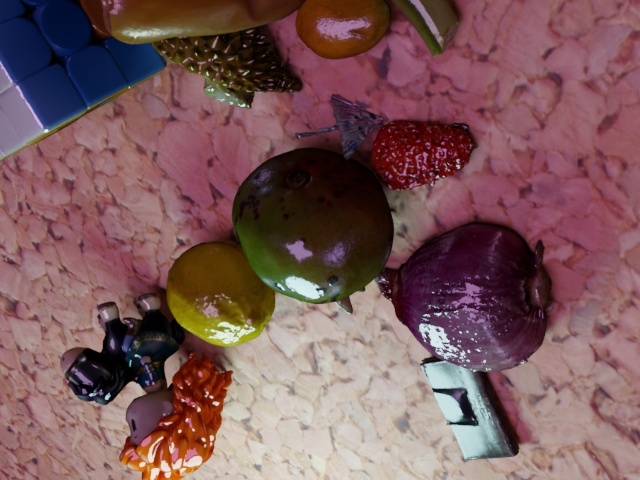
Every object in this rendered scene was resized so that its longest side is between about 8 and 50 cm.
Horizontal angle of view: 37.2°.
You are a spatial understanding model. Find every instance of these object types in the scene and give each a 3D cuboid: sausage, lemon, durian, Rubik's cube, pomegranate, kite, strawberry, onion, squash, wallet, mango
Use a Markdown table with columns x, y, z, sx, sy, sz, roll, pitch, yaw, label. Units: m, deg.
| x | y | z | sx | sy | sz | roll | pitch | yaw | label |
| --- | --- | --- | --- | --- | --- | --- | --- | --- | --- |
| -0.174 | -0.401 | 1.536 | 0.116 | 0.354 | 0.134 | -159 | 59 | -67 | sausage |
| -0.201 | 0.106 | 1.898 | 0.260 | 0.204 | 0.204 | 34 | 133 | 36 | lemon |
| -0.180 | -0.328 | 1.662 | 0.306 | 0.172 | 0.166 | 25 | 153 | 8 | durian |
| -0.518 | -0.348 | 1.735 | 0.291 | 0.291 | 0.290 | -14 | 111 | 51 | Rubik's cube |
| -0.023 | -0.003 | 1.679 | 0.291 | 0.291 | 0.323 | 32 | 139 | 13 | pomegranate |
| 0.033 | -0.196 | 1.636 | 0.156 | 0.139 | 0.011 | -12 | 153 | -3 | kite |
| 0.161 | -0.146 | 1.595 | 0.188 | 0.082 | 0.121 | -10 | 109 | 39 | strawberry |
| 0.220 | 0.117 | 1.665 | 0.348 | 0.159 | 0.267 | -6 | 111 | 34 | onion |
| 0.126 | -0.401 | 1.467 | 0.250 | 0.083 | 0.083 | 48 | 131 | -6 | squash |
| 0.286 | 0.318 | 1.820 | 0.124 | 0.042 | 0.230 | -16 | 110 | 35 | wallet |
| 0.037 | -0.351 | 1.547 | 0.165 | 0.089 | 0.115 | 14 | 115 | 21 | mango |

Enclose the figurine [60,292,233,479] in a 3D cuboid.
| x | y | z | sx | sy | sz | roll | pitch | yaw | label |
| --- | --- | --- | --- | --- | --- | --- | --- | --- | --- |
| -0.371 | 0.313 | 2.064 | 0.412 | 0.306 | 0.241 | 47 | 141 | 2 | figurine |
